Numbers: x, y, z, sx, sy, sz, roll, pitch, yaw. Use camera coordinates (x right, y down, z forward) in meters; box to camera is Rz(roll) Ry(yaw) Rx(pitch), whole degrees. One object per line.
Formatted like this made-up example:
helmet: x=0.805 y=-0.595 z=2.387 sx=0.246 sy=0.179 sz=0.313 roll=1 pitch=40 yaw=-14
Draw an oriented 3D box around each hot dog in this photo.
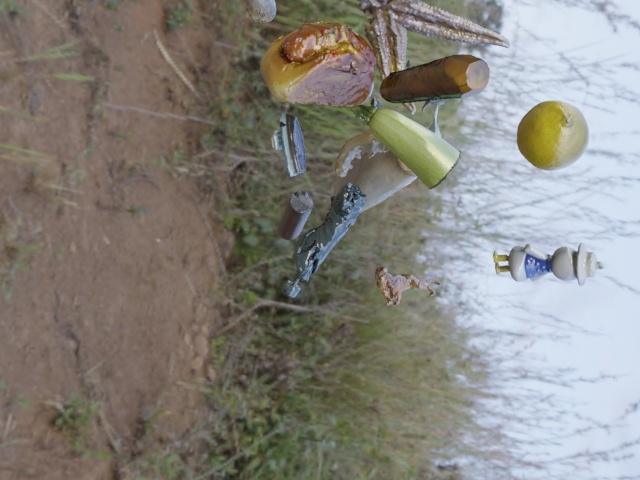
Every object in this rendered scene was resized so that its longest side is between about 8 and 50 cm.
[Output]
hot dog: x=0.013 y=-0.359 z=1.605 sx=0.153 sy=0.257 sz=0.150 roll=-53 pitch=-124 yaw=37

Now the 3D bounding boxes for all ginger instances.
ginger: x=0.099 y=-0.205 z=1.741 sx=0.173 sy=0.069 sz=0.051 roll=-26 pitch=-154 yaw=21

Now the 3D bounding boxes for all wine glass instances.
wine glass: x=0.334 y=-0.314 z=2.344 sx=0.066 sy=0.066 sz=0.198 roll=164 pitch=-67 yaw=-76

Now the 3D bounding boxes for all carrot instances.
carrot: x=0.182 y=-0.261 z=1.312 sx=0.260 sy=0.070 sz=0.070 roll=10 pitch=-92 yaw=65

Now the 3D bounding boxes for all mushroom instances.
mushroom: x=-0.161 y=-0.618 z=1.890 sx=0.209 sy=0.071 sz=0.084 roll=68 pitch=27 yaw=-51
mushroom: x=0.164 y=-0.185 z=2.220 sx=0.407 sy=0.137 sz=0.154 roll=-27 pitch=-143 yaw=52

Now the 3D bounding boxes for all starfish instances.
starfish: x=0.167 y=-0.452 z=1.588 sx=0.132 sy=0.384 sz=0.398 roll=-76 pitch=153 yaw=-44

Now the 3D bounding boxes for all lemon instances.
lemon: x=0.590 y=-0.267 z=2.009 sx=0.203 sy=0.178 sz=0.178 roll=117 pitch=-16 yaw=-77

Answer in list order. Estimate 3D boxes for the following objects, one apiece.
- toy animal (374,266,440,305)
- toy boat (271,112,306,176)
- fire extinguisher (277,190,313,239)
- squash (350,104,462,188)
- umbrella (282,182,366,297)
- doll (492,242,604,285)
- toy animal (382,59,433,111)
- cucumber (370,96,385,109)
toy animal: x=0.285 y=0.147 z=2.653 sx=0.114 sy=0.255 sz=0.116 roll=-33 pitch=-117 yaw=53
toy boat: x=-0.072 y=-0.208 z=1.721 sx=0.059 sy=0.066 sz=0.140 roll=-18 pitch=101 yaw=-65
fire extinguisher: x=-0.076 y=-0.066 z=2.335 sx=0.089 sy=0.072 sz=0.267 roll=-64 pitch=-179 yaw=-26
squash: x=0.155 y=-0.195 z=1.529 sx=0.094 sy=0.224 sz=0.094 roll=-55 pitch=-176 yaw=6
umbrella: x=-0.002 y=-0.001 z=2.119 sx=0.349 sy=0.094 sz=0.143 roll=-55 pitch=170 yaw=11
doll: x=0.620 y=0.062 z=2.167 sx=0.119 sy=0.293 sz=0.138 roll=-62 pitch=142 yaw=-42
toy animal: x=0.239 y=-0.403 z=2.050 sx=0.105 sy=0.202 sz=0.070 roll=-58 pitch=-153 yaw=27
cucumber: x=0.197 y=-0.333 z=2.290 sx=0.053 sy=0.181 sz=0.053 roll=-40 pitch=-165 yaw=13
